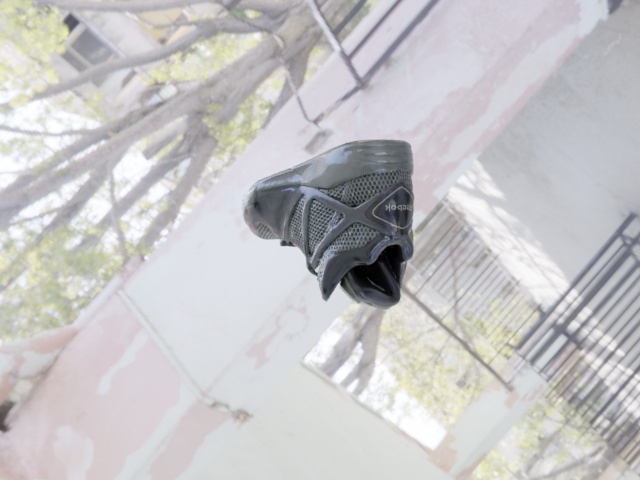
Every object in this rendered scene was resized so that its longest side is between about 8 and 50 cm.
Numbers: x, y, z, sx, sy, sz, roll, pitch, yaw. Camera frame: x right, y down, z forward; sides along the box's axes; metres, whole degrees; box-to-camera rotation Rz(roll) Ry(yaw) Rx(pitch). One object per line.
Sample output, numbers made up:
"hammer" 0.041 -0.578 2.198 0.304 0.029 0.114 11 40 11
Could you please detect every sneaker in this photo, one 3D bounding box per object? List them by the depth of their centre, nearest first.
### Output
"sneaker" 0.000 0.000 0.594 0.087 0.130 0.228 -1 173 -36
